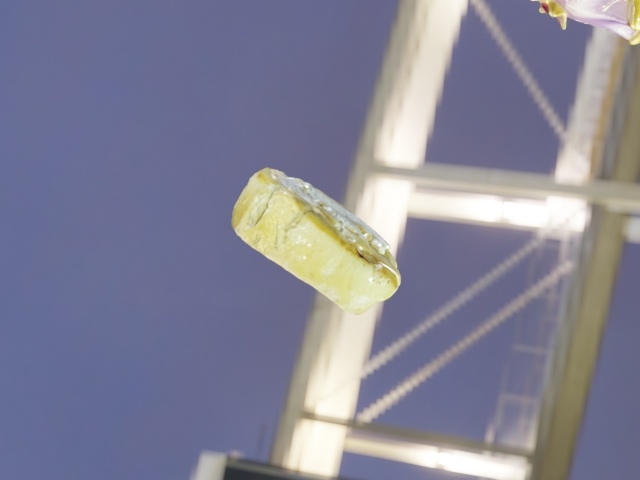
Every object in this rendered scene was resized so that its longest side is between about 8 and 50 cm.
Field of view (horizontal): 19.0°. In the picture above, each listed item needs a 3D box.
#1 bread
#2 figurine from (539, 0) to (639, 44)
[{"bbox_3d":[0.000,0.000,1.593,0.064,0.156,0.117,-54,20,13],"label":"bread"},{"bbox_3d":[0.235,-0.240,1.221,0.189,0.263,0.142,55,180,-8],"label":"figurine"}]
